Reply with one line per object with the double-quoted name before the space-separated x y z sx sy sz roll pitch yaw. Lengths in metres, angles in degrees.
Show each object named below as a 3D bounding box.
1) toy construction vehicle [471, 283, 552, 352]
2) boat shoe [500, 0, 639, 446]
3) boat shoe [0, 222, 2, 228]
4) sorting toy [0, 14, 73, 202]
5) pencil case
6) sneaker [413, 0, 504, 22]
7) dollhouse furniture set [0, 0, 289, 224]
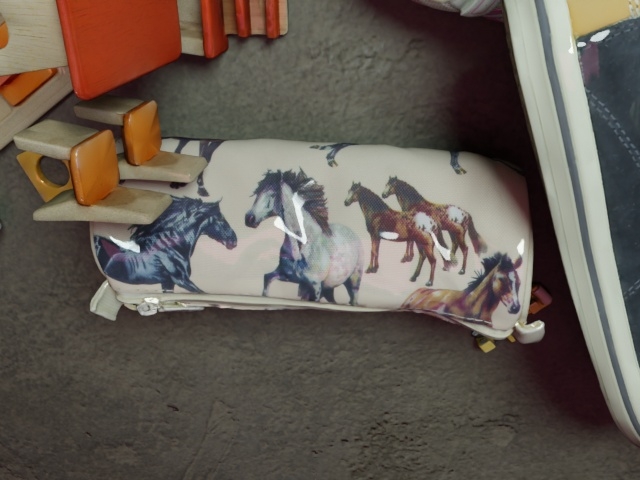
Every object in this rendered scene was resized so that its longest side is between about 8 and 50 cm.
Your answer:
"toy construction vehicle" 0.195 0.074 0.653 0.098 0.035 0.086 -37 107 23
"boat shoe" 0.277 0.004 0.492 0.155 0.187 0.500 -15 124 19
"boat shoe" -0.554 -0.009 0.668 0.366 0.136 0.157 -19 113 14
"sorting toy" -0.355 -0.184 0.595 0.196 0.047 0.348 -30 109 21
"pencil case" 0.000 0.000 0.566 0.410 0.160 0.184 4 78 6
"sneaker" 0.138 -0.215 0.468 0.252 0.111 0.103 9 118 3
"dollhouse furniture set" -0.118 -0.174 0.445 0.135 0.259 0.262 4 118 9
